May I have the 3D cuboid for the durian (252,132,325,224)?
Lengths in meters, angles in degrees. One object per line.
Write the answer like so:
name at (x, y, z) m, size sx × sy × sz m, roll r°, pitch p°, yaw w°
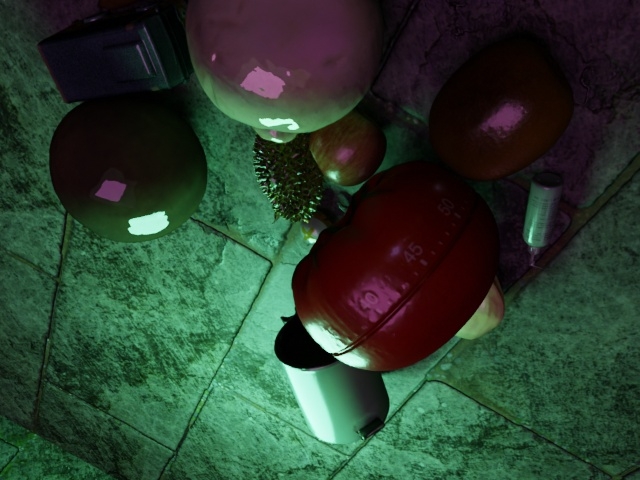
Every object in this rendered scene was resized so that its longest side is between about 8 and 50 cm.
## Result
durian at (-0.068, -0.128, 1.245) m, size 0.137 × 0.095 × 0.221 m, roll 2°, pitch 117°, yaw 25°

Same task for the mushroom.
mushroom at (-0.071, -0.298, 0.999) m, size 0.315 × 0.315 × 0.356 m, roll 28°, pitch 119°, yaw 0°

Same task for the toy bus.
toy bus at (-0.366, -0.352, 1.167) m, size 0.275 × 0.167 × 0.139 m, roll -2°, pitch 125°, yaw 23°

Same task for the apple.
apple at (0.052, -0.175, 1.149) m, size 0.131 × 0.146 × 0.146 m, roll -40°, pitch 105°, yaw 19°

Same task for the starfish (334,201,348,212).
starfish at (0.077, -0.031, 1.321) m, size 0.133 × 0.041 × 0.130 m, roll 59°, pitch 146°, yaw -3°

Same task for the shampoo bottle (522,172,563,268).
shampoo bottle at (0.408, -0.031, 1.168) m, size 0.056 × 0.056 × 0.195 m, roll 10°, pitch 129°, yaw 15°

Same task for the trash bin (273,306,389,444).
trash bin at (0.032, 0.315, 1.488) m, size 0.277 × 0.217 × 0.263 m, roll 35°, pitch 150°, yaw 52°

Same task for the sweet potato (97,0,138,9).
sweet potato at (-0.327, -0.481, 1.113) m, size 0.269 × 0.075 × 0.075 m, roll -28°, pitch 112°, yaw 33°

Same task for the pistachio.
pistachio at (0.311, 0.109, 1.276) m, size 0.145 × 0.117 × 0.201 m, roll 19°, pitch 126°, yaw 27°

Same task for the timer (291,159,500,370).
timer at (0.132, 0.047, 1.090) m, size 0.279 × 0.378 × 0.378 m, roll 43°, pitch 130°, yaw -3°

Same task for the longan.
longan at (-0.388, -0.146, 1.263) m, size 0.318 × 0.319 × 0.319 m, roll 11°, pitch 129°, yaw 14°

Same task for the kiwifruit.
kiwifruit at (0.280, -0.202, 1.002) m, size 0.196 × 0.196 × 0.234 m, roll 42°, pitch 134°, yaw -12°

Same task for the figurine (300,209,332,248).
figurine at (-0.003, 0.000, 1.358) m, size 0.101 × 0.068 × 0.143 m, roll 29°, pitch 139°, yaw 23°
